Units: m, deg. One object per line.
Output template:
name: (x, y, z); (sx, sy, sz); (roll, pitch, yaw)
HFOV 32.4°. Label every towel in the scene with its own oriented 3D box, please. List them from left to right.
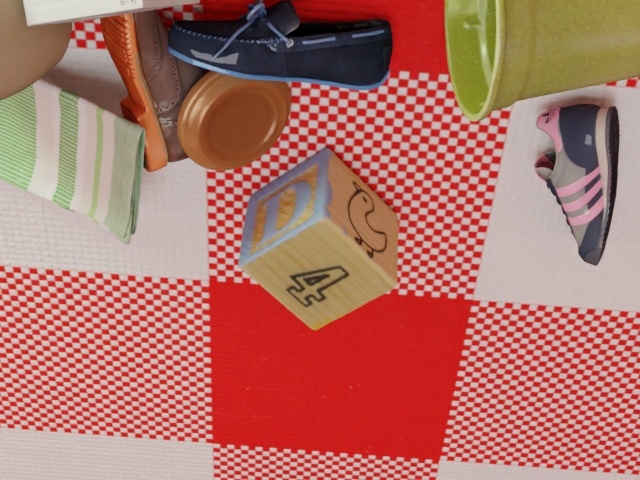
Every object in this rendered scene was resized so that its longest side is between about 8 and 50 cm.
towel: (-0.434, -0.149, 1.791); (0.325, 0.038, 0.248); (26, 134, 13)

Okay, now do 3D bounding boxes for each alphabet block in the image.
alphabet block: (0.000, 0.000, 1.879); (0.193, 0.192, 0.197); (-30, 125, 29)

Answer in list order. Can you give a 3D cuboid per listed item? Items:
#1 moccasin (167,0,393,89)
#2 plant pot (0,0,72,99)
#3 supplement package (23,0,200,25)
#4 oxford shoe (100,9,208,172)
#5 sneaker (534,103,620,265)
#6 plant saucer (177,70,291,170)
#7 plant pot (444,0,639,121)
moccasin: (-0.058, -0.312, 1.659); (0.342, 0.137, 0.116); (2, 121, -20)
plant pot: (-0.477, -0.324, 1.598); (0.191, 0.284, 0.284); (-3, 144, -43)
supplement package: (-0.293, -0.406, 1.483); (0.194, 0.149, 0.203); (-2, 103, 26)
oxford shoe: (-0.253, -0.287, 1.709); (0.133, 0.130, 0.363); (-20, 129, -19)
sneaker: (0.425, -0.095, 1.837); (0.131, 0.112, 0.319); (8, 132, 20)
plant saucer: (-0.130, -0.192, 1.748); (0.200, 0.037, 0.200); (-22, 136, -22)
plant pot: (0.330, -0.312, 1.549); (0.254, 0.276, 0.276); (-4, 132, -7)
